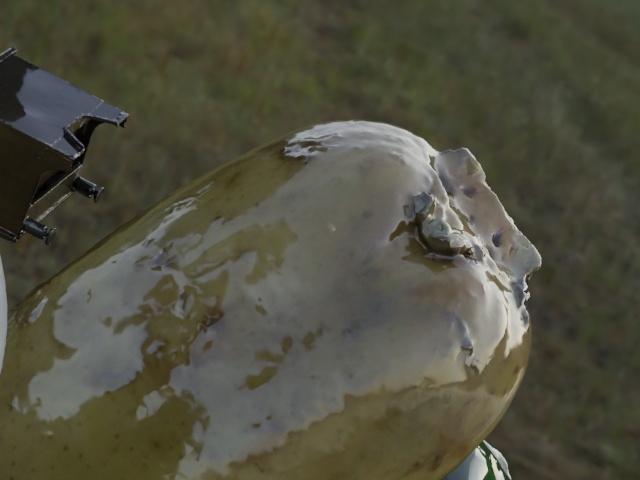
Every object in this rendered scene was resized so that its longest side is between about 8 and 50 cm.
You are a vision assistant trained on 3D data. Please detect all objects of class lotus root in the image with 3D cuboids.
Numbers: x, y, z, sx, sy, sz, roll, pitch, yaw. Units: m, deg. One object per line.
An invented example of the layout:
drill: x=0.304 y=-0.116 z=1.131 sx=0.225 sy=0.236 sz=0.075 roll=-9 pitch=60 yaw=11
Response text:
lotus root: x=-0.043 y=0.063 z=0.773 sx=0.160 sy=0.284 sz=0.146 roll=56 pitch=2 yaw=31

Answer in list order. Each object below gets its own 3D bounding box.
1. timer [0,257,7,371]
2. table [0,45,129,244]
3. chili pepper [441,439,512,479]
timer: x=-0.226 y=0.040 z=0.498 sx=0.262 sy=0.237 sz=0.087 roll=21 pitch=17 yaw=-22
table: x=-0.166 y=-0.049 z=1.075 sx=0.082 sy=0.070 sz=0.083 roll=27 pitch=31 yaw=8
chili pepper: x=0.059 y=0.191 z=1.062 sx=0.385 sy=0.213 sz=0.167 roll=19 pitch=-26 yaw=-32
